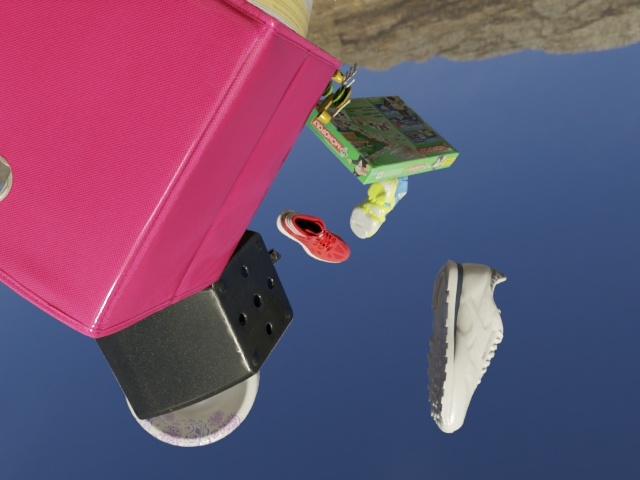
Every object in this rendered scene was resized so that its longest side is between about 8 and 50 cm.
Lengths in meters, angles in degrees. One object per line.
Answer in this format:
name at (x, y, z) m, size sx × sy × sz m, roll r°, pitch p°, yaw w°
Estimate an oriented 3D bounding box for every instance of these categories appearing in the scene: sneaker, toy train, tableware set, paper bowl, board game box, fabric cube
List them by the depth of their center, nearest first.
fabric cube at (-0.168, -0.115, 0.596) m, size 0.254 × 0.258 × 0.259 m, roll 34°, pitch -167°, yaw 6°
sneaker at (0.202, 0.144, 0.958) m, size 0.094 × 0.090 × 0.235 m, roll 11°, pitch -102°, yaw -9°
tableware set at (0.020, -0.265, 1.274) m, size 0.104 × 0.024 × 0.154 m, roll -39°, pitch -154°, yaw 35°
toy train at (-0.101, 0.041, 1.314) m, size 0.036 × 0.027 × 0.158 m, roll -51°, pitch 180°, yaw 7°
board game box at (0.132, -0.224, 1.497) m, size 0.317 × 0.046 × 0.213 m, roll -15°, pitch -124°, yaw -47°
paper bowl at (-0.276, 0.295, 1.541) m, size 0.284 × 0.284 × 0.148 m, roll -21°, pitch 178°, yaw -2°
sneaker at (0.000, 0.000, 1.768) m, size 0.087 × 0.221 × 0.128 m, roll -66°, pitch -156°, yaw -4°
sneaker at (0.170, -0.097, 1.887) m, size 0.126 × 0.240 × 0.091 m, roll -26°, pitch -109°, yaw -33°

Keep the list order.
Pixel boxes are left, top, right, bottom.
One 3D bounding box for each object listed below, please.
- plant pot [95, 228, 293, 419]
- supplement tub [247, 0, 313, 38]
plant pot at (-0.145, 0.083, 0.847) m, size 0.166 × 0.188 × 0.188 m, roll -10°, pitch -157°, yaw 28°
supplement tub at (-0.127, -0.386, 1.055) m, size 0.240 × 0.241 × 0.332 m, roll 3°, pitch -105°, yaw 29°
